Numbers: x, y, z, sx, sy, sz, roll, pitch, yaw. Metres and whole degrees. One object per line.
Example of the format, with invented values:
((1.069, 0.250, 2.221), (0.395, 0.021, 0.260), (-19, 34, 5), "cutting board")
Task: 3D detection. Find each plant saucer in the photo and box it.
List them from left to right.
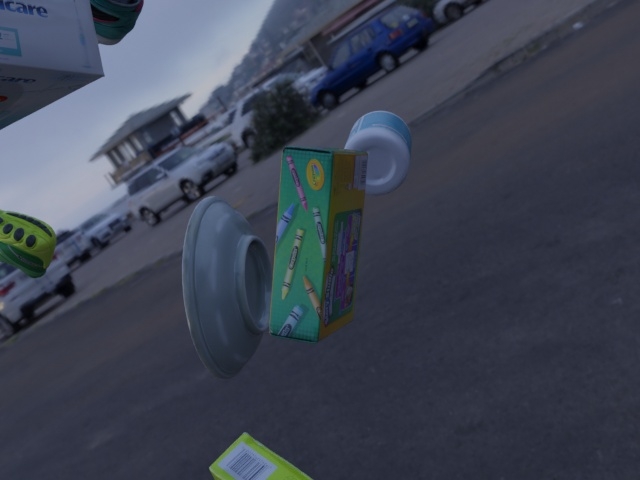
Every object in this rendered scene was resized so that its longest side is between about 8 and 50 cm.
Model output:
((-0.177, 0.099, 1.713), (0.101, 0.400, 0.400), (-5, 19, 13), "plant saucer")

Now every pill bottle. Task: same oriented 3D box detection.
((0.131, -0.206, 1.765), (0.146, 0.146, 0.264), (-30, 15, 19), "pill bottle")

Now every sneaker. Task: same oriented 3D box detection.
((-0.627, -0.011, 1.454), (0.109, 0.296, 0.123), (-43, -27, -56), "sneaker")
((-0.395, -0.429, 1.218), (0.178, 0.296, 0.123), (-18, 53, 47), "sneaker")

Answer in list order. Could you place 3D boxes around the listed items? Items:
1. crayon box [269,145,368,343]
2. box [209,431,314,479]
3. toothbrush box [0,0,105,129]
((0.000, 0.000, 1.187), (0.081, 0.278, 0.165), (8, 8, 20), "crayon box")
((-0.010, 0.229, 0.572), (0.109, 0.178, 0.042), (23, 52, 39), "box")
((-0.473, -0.240, 1.053), (0.296, 0.126, 0.216), (-16, -5, 35), "toothbrush box")
